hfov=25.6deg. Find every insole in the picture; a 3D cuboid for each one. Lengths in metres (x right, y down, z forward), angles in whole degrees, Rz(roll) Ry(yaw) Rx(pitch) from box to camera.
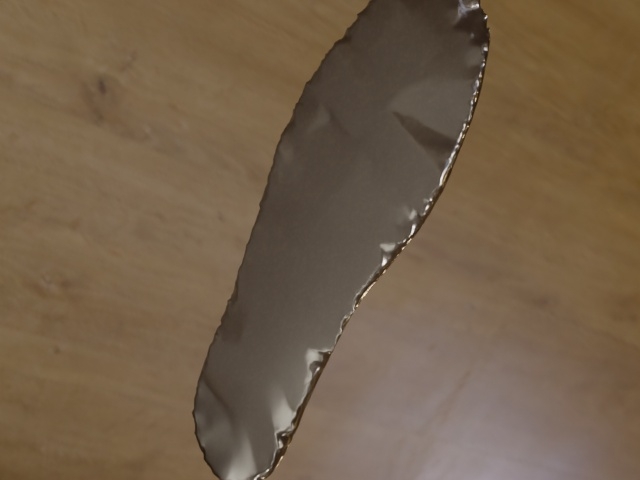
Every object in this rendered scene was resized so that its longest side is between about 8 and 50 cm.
[{"bbox_3d":[0.000,0.000,0.766,0.007,0.111,0.327,-2,126,-46],"label":"insole"}]
